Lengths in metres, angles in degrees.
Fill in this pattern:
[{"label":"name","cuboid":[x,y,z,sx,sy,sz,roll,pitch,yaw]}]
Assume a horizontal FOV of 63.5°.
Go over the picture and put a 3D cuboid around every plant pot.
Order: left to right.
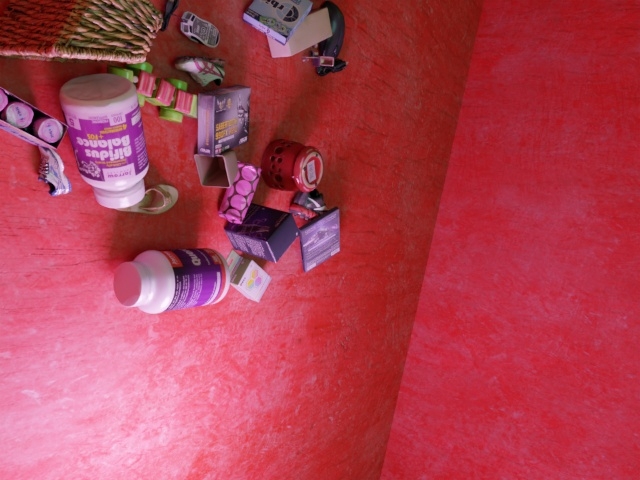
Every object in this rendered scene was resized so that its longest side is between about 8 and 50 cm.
[{"label":"plant pot","cuboid":[-0.320,-0.240,1.649,0.096,0.109,0.109,-55,145,-51]},{"label":"plant pot","cuboid":[-0.093,-0.272,1.913,0.191,0.174,0.191,-29,125,-52]}]

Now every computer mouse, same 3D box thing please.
[{"label":"computer mouse","cuboid":[-0.372,-0.610,1.480,0.193,0.042,0.106,16,84,-52]},{"label":"computer mouse","cuboid":[0.056,-0.791,2.028,0.188,0.072,0.272,-32,127,-46]}]

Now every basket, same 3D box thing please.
[{"label":"basket","cuboid":[-0.510,-0.427,1.101,0.213,0.299,0.223,38,68,-57]}]

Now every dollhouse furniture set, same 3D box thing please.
[{"label":"dollhouse furniture set","cuboid":[-0.009,-0.693,1.933,0.081,0.114,0.090,-22,123,-47]}]

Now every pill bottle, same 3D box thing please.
[{"label":"pill bottle","cuboid":[-0.514,-0.233,1.263,0.169,0.169,0.301,-43,149,-41]},{"label":"pill bottle","cuboid":[-0.434,0.116,1.534,0.323,0.182,0.181,-2,103,-57]}]

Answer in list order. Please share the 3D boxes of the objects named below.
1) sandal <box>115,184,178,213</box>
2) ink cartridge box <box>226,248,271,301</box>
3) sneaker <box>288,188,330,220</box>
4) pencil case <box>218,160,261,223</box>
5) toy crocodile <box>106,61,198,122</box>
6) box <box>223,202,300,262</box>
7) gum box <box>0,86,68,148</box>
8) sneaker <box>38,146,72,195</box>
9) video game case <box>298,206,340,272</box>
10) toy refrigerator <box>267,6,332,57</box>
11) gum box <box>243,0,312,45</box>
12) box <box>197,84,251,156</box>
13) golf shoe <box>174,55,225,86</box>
[{"label":"sandal","cuboid":[-0.478,-0.111,1.473,0.240,0.079,0.088,-9,109,-55]},{"label":"ink cartridge box","cuboid":[-0.272,0.132,1.896,0.109,0.062,0.209,-62,145,-19]},{"label":"sneaker","cuboid":[-0.019,-0.142,2.141,0.276,0.098,0.135,16,91,-56]},{"label":"pencil case","cuboid":[-0.278,-0.164,1.748,0.098,0.095,0.209,19,88,-51]},{"label":"toy crocodile","cuboid":[-0.434,-0.400,1.405,0.341,0.105,0.115,12,92,-58]},{"label":"box","cuboid":[-0.203,-0.030,1.804,0.153,0.207,0.108,-53,141,-32]},{"label":"gum box","cuboid":[-0.662,-0.270,1.107,0.188,0.107,0.062,35,73,-56]},{"label":"sneaker","cuboid":[-0.643,-0.165,1.231,0.058,0.052,0.135,-38,132,-38]},{"label":"video game case","cuboid":[0.000,0.000,2.179,0.196,0.026,0.274,-31,144,-22]},{"label":"toy refrigerator","cuboid":[-0.075,-0.740,1.835,0.269,0.094,0.102,-45,133,-41]},{"label":"gum box","cuboid":[-0.138,-0.745,1.684,0.184,0.157,0.041,-60,-177,-22]},{"label":"box","cuboid":[-0.294,-0.375,1.602,0.231,0.056,0.183,-47,148,-60]},{"label":"golf shoe","cuboid":[-0.351,-0.499,1.528,0.186,0.068,0.085,-17,118,-53]}]
